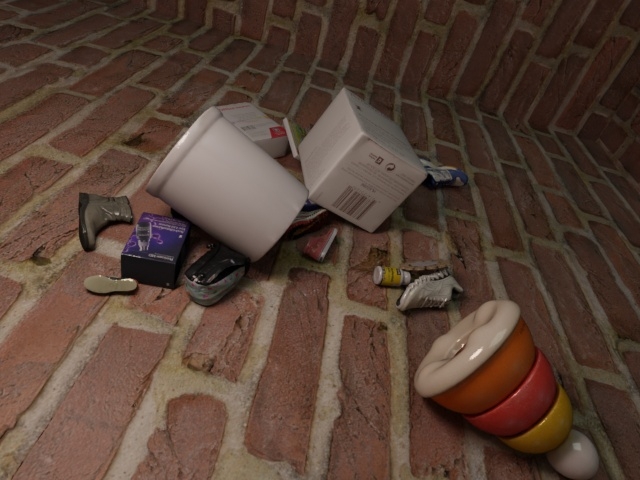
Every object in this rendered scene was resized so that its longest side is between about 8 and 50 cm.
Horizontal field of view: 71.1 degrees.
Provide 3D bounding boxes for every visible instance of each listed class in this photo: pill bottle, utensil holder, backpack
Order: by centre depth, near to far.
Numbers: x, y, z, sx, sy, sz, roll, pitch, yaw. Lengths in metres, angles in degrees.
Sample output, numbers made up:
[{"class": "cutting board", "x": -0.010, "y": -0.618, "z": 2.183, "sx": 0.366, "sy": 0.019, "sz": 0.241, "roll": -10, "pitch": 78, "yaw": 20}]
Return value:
[{"class": "backpack", "x": -0.311, "y": 0.102, "z": 1.315, "sx": 0.152, "sy": 0.115, "sz": 0.182, "roll": 20, "pitch": 38, "yaw": 21}, {"class": "utensil holder", "x": -0.275, "y": -0.161, "z": 1.389, "sx": 0.386, "sy": 0.328, "sz": 0.327, "roll": 38, "pitch": 36, "yaw": -13}, {"class": "pill bottle", "x": 0.246, "y": 0.125, "z": 1.543, "sx": 0.117, "sy": 0.065, "sz": 0.065, "roll": 7, "pitch": 39, "yaw": -14}]

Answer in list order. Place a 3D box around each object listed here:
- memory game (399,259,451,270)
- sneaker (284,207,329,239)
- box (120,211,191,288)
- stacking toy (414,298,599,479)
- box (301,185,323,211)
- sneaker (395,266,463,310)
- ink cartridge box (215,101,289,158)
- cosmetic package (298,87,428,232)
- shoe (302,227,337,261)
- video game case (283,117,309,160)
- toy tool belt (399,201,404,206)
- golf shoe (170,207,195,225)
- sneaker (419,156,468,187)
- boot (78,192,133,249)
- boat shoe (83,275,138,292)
[{"class": "memory game", "x": 0.371, "y": 0.087, "z": 1.591, "sx": 0.187, "sy": 0.012, "sz": 0.186, "roll": -6, "pitch": 5, "yaw": 1}, {"class": "sneaker", "x": -0.057, "y": -0.082, "z": 1.659, "sx": 0.225, "sy": 0.087, "sz": 0.093, "roll": -21, "pitch": 51, "yaw": -39}, {"class": "box", "x": -0.486, "y": 0.027, "z": 1.341, "sx": 0.153, "sy": 0.108, "sz": 0.207, "roll": 11, "pitch": 38, "yaw": -10}, {"class": "stacking toy", "x": 0.515, "y": 0.424, "z": 1.154, "sx": 0.480, "sy": 0.350, "sz": 0.351, "roll": 47, "pitch": 44, "yaw": 8}, {"class": "box", "x": -0.016, "y": -0.176, "z": 1.829, "sx": 0.226, "sy": 0.036, "sz": 0.136, "roll": -7, "pitch": 44, "yaw": -29}, {"class": "sneaker", "x": 0.371, "y": 0.178, "z": 1.503, "sx": 0.292, "sy": 0.110, "sz": 0.118, "roll": -19, "pitch": 60, "yaw": -37}, {"class": "ink cartridge box", "x": -0.320, "y": -0.485, "z": 2.013, "sx": 0.226, "sy": 0.131, "sz": 0.306, "roll": -23, "pitch": 53, "yaw": -40}, {"class": "cosmetic package", "x": 0.145, "y": -0.315, "z": 1.756, "sx": 0.330, "sy": 0.327, "sz": 0.393, "roll": 25, "pitch": 32, "yaw": -28}, {"class": "shoe", "x": 0.000, "y": 0.000, "z": 1.599, "sx": 0.081, "sy": 0.063, "sz": 0.178, "roll": 26, "pitch": 43, "yaw": 3}, {"class": "video game case", "x": -0.068, "y": -0.420, "z": 1.999, "sx": 0.207, "sy": 0.026, "sz": 0.226, "roll": 21, "pitch": 45, "yaw": -47}, {"class": "toy tool belt", "x": 0.334, "y": -0.187, "z": 1.968, "sx": 0.084, "sy": 0.051, "sz": 0.052, "roll": 21, "pitch": 38, "yaw": 5}, {"class": "golf shoe", "x": -0.398, "y": -0.118, "z": 1.583, "sx": 0.273, "sy": 0.105, "sz": 0.120, "roll": -9, "pitch": 25, "yaw": -32}, {"class": "sneaker", "x": 0.570, "y": -0.297, "z": 2.175, "sx": 0.297, "sy": 0.111, "sz": 0.130, "roll": 14, "pitch": 56, "yaw": -3}, {"class": "boot", "x": -0.673, "y": -0.071, "z": 1.417, "sx": 0.161, "sy": 0.083, "sz": 0.246, "roll": 1, "pitch": 42, "yaw": -29}, {"class": "boat shoe", "x": -0.579, "y": 0.121, "z": 1.245, "sx": 0.137, "sy": 0.048, "sz": 0.043, "roll": 2, "pitch": -2, "yaw": -15}]
